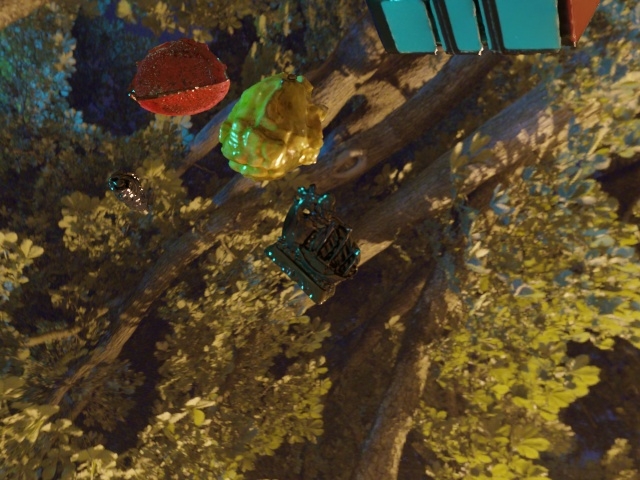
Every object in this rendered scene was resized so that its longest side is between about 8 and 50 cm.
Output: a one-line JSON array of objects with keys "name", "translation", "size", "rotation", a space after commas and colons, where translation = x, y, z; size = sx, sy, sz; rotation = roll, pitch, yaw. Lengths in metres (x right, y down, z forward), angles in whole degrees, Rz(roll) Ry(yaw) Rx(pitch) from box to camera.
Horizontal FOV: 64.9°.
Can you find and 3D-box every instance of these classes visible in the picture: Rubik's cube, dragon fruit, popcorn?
[{"name": "Rubik's cube", "translation": [0.210, -0.431, 0.622], "size": [0.294, 0.288, 0.283], "rotation": [-56, -41, -22]}, {"name": "dragon fruit", "translation": [-0.380, -0.424, 1.356], "size": [0.261, 0.189, 0.163], "rotation": [-14, -130, -8]}, {"name": "popcorn", "translation": [-0.107, -0.269, 1.199], "size": [0.252, 0.215, 0.286], "rotation": [15, -114, 7]}]

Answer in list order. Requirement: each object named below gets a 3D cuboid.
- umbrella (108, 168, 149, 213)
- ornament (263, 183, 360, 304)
[{"name": "umbrella", "translation": [-0.436, -0.103, 1.193], "size": [0.070, 0.248, 0.071], "rotation": [1, -104, -4]}, {"name": "ornament", "translation": [0.000, 0.000, 1.284], "size": [0.251, 0.260, 0.106], "rotation": [43, -148, 9]}]
